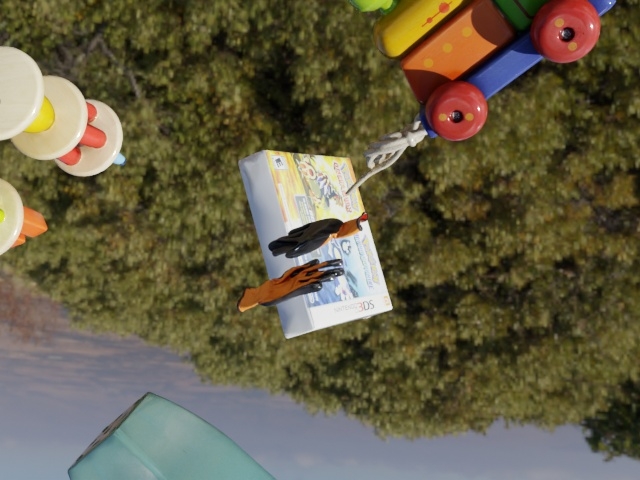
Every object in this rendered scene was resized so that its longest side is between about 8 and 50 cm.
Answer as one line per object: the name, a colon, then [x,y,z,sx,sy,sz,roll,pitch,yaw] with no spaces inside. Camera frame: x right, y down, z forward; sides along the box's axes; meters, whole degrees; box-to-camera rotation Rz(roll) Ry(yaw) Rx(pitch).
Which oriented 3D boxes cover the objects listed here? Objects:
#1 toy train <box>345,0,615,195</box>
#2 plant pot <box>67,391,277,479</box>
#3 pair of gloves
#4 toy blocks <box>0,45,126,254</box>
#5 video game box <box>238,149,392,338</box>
toy train: [0.062,-0.143,0.545,0.248,0.105,0.143,-35,111,29]
plant pot: [-0.200,0.332,1.010,0.165,0.234,0.165,-41,-175,21]
pair of gloves: [-0.011,0.011,0.476,0.074,0.083,0.010,-17,117,30]
toy blocks: [-0.180,-0.041,0.480,0.054,0.123,0.148,32,179,12]
video game box: [0.000,0.000,0.899,0.048,0.205,0.187,-19,173,29]
